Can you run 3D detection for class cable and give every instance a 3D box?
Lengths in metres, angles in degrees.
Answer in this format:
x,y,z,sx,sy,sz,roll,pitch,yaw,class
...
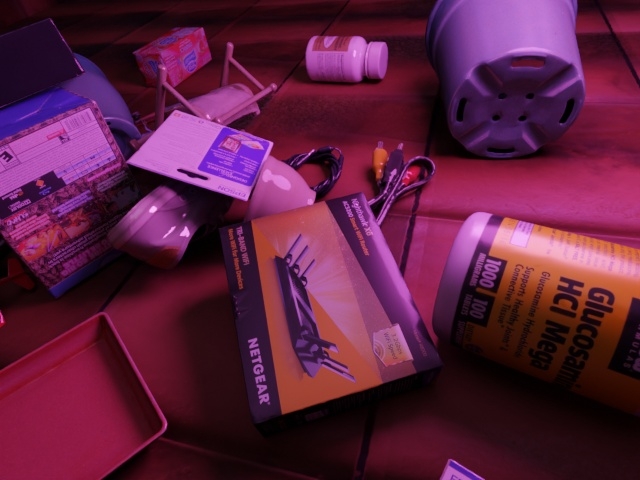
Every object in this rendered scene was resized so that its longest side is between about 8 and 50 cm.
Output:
x,y,z,sx,sy,sz,roll,pitch,yaw,class
-0.026,-0.154,0.946,0.150,0.047,0.184,1,44,11,cable
0.144,-0.094,0.869,0.139,0.072,0.287,21,61,7,cable

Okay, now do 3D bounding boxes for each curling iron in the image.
x,y,z,sx,sy,sz,roll,pitch,yaw,class
-0.472,-0.386,1.275,0.274,0.035,0.068,-24,8,-21,curling iron

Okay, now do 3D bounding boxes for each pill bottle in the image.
x,y,z,sx,sy,sz,roll,pitch,yaw,class
0.326,0.092,0.519,0.334,0.188,0.188,17,49,26,pill bottle
0.081,-0.551,1.289,0.229,0.131,0.131,11,46,20,pill bottle

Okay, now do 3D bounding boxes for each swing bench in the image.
x,y,z,sx,sy,sz,roll,pitch,yaw,class
-0.277,-0.292,1.003,0.165,0.254,0.253,43,43,-6,swing bench

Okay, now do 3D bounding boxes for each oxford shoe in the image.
x,y,z,sx,sy,sz,roll,pitch,yaw,class
-0.241,-0.092,0.871,0.169,0.130,0.449,-34,18,35,oxford shoe

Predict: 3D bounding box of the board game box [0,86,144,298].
x,y,z,sx,sy,sz,roll,pitch,yaw,class
-0.478,-0.087,0.773,0.141,0.291,0.232,27,53,34,board game box

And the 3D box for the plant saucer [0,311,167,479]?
x,y,z,sx,sy,sz,roll,pitch,yaw,class
-0.365,0.253,0.571,0.258,0.048,0.259,-33,49,-24,plant saucer

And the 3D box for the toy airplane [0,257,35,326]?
x,y,z,sx,sy,sz,roll,pitch,yaw,class
-0.588,0.084,0.757,0.028,0.151,0.151,-34,32,32,toy airplane

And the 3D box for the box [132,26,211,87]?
x,y,z,sx,sy,sz,roll,pitch,yaw,class
-0.521,-0.658,1.515,0.128,0.123,0.257,10,46,20,box

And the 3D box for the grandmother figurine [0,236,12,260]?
x,y,z,sx,sy,sz,roll,pitch,yaw,class
-0.695,0.018,0.848,0.208,0.104,0.342,-24,46,2,grandmother figurine

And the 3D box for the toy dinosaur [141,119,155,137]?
x,y,z,sx,sy,sz,roll,pitch,yaw,class
-0.483,-0.291,1.194,0.082,0.047,0.090,-31,80,-34,toy dinosaur

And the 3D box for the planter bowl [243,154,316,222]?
x,y,z,sx,sy,sz,roll,pitch,yaw,class
-0.073,-0.065,0.796,0.109,0.162,0.162,19,44,-7,planter bowl

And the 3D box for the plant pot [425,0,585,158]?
x,y,z,sx,sy,sz,roll,pitch,yaw,class
0.407,-0.384,0.934,0.341,0.341,0.334,2,51,11,plant pot

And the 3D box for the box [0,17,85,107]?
x,y,z,sx,sy,sz,roll,pitch,yaw,class
-0.562,-0.327,0.799,0.184,0.103,0.261,-34,33,-15,box

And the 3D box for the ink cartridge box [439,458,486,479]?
x,y,z,sx,sy,sz,roll,pitch,yaw,class
0.110,0.378,0.343,0.165,0.065,0.333,23,53,30,ink cartridge box

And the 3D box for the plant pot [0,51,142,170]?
x,y,z,sx,sy,sz,roll,pitch,yaw,class
-0.582,-0.278,1.038,0.255,0.272,0.271,40,60,23,plant pot

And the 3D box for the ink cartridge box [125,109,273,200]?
x,y,z,sx,sy,sz,roll,pitch,yaw,class
-0.209,-0.148,0.774,0.206,0.045,0.208,18,40,-6,ink cartridge box

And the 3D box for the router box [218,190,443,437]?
x,y,z,sx,sy,sz,roll,pitch,yaw,class
-0.002,0.088,0.619,0.243,0.081,0.309,-15,54,-7,router box
